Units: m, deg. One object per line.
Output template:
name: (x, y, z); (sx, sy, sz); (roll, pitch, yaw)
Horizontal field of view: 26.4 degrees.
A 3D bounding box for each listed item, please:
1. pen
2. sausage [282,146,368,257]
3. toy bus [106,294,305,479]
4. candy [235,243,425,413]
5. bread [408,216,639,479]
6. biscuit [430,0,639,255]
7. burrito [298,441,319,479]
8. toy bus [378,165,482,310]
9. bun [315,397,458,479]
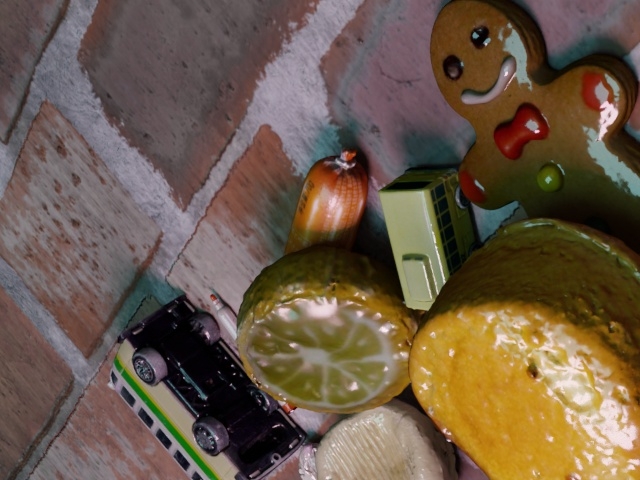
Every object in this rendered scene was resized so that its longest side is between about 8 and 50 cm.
pen: (-0.104, 0.171, 2.081); (0.218, 0.026, 0.026); (54, 137, 4)
sausage: (0.000, 0.000, 1.839); (0.093, 0.093, 0.312); (35, 132, 23)
toy bus: (-0.188, 0.262, 2.126); (0.305, 0.143, 0.179); (47, 139, 10)
candy: (0.013, 0.123, 1.811); (0.260, 0.118, 0.260); (4, 134, 4)
bread: (0.274, 0.164, 1.534); (0.358, 0.204, 0.337); (44, 145, 5)
biscuit: (0.262, -0.093, 1.563); (0.432, 0.064, 0.283); (55, 138, 2)
burrito: (0.019, 0.396, 2.075); (0.064, 0.064, 0.203); (-13, 105, 46)
toy bus: (0.140, 0.002, 1.704); (0.088, 0.101, 0.175); (0, 112, 39)
bun: (0.107, 0.326, 1.899); (0.231, 0.133, 0.231); (-2, 86, 40)
